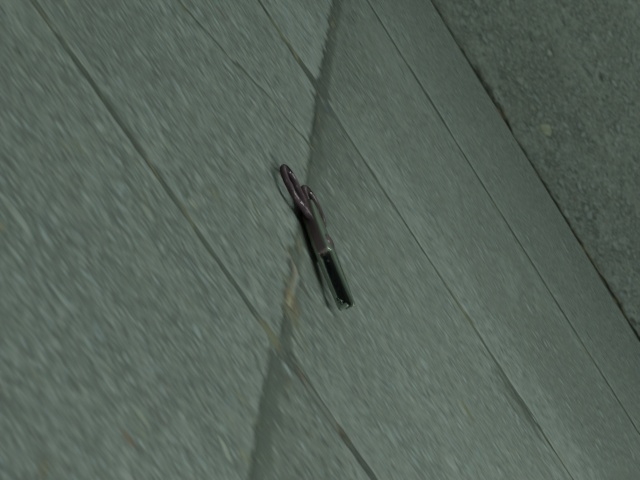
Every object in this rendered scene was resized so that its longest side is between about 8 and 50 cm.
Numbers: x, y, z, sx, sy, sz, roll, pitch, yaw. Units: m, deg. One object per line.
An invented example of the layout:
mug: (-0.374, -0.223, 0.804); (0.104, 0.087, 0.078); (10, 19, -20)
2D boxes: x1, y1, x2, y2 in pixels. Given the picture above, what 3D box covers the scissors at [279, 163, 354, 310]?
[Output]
scissors: (0.000, 0.000, 1.592); (0.085, 0.022, 0.176); (47, 17, -51)
